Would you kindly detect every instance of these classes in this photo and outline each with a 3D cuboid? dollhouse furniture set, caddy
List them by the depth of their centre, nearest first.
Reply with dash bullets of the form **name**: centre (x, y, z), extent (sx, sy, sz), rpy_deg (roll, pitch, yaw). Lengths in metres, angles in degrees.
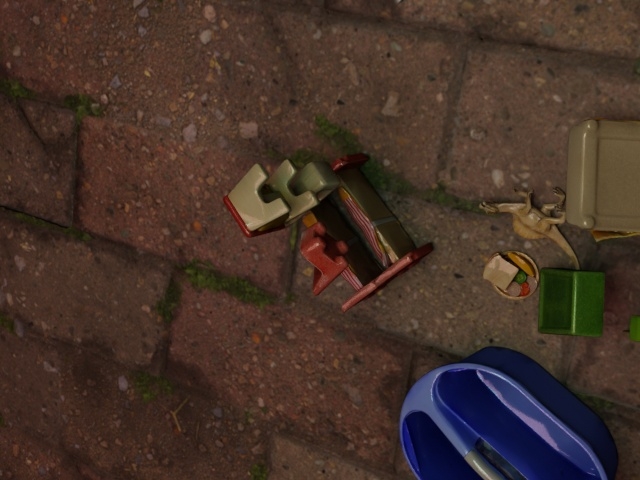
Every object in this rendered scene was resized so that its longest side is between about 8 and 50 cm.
- **dollhouse furniture set**: centre (0.426, -0.012, 1.255), extent (0.197, 0.151, 0.301), rpy_deg (3, 88, -2)
- **dollhouse furniture set**: centre (0.000, 0.000, 1.329), extent (0.152, 0.374, 0.201), rpy_deg (-39, 80, 25)
- **caddy**: centre (0.281, 0.323, 1.360), extent (0.341, 0.179, 0.241), rpy_deg (41, 117, 15)

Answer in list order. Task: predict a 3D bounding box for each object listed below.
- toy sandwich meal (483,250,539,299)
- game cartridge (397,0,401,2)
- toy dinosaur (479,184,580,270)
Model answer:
- **toy sandwich meal**: centre (0.290, 0.053, 1.376), extent (0.085, 0.029, 0.085), rpy_deg (7, 105, 27)
- **game cartridge**: centre (0.117, -0.412, 1.373), extent (0.056, 0.017, 0.083), rpy_deg (-36, 83, 34)
- **toy dinosaur**: centre (0.329, -0.029, 1.335), extent (0.183, 0.053, 0.092), rpy_deg (33, 134, 5)
